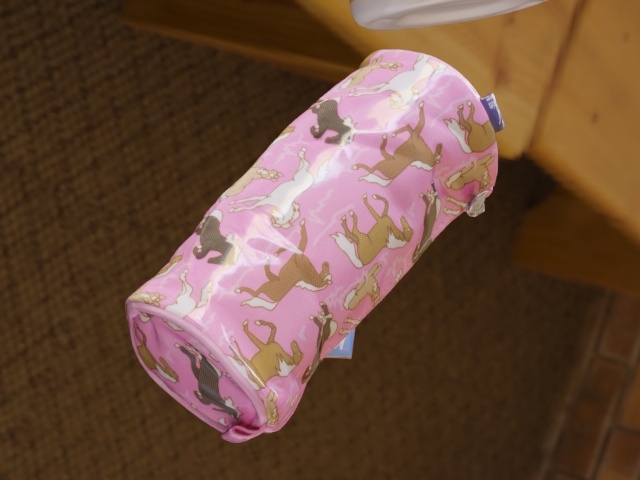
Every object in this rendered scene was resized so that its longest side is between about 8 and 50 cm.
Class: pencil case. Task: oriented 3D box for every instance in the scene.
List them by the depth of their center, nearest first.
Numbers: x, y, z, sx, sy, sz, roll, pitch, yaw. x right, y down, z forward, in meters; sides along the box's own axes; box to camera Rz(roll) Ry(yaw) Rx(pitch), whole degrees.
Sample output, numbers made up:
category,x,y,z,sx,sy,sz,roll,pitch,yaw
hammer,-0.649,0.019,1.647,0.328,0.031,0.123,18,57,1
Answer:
category,x,y,z,sx,sy,sz,roll,pitch,yaw
pencil case,0.000,0.000,1.521,0.386,0.167,0.160,-46,144,-28

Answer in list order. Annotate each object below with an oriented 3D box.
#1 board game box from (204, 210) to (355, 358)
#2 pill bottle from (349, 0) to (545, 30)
category,x,y,z,sx,sy,sz,roll,pitch,yaw
board game box,-0.041,0.052,1.872,0.281,0.027,0.145,8,88,-57
pill bottle,0.076,-0.291,1.203,0.152,0.152,0.272,-8,89,-56
